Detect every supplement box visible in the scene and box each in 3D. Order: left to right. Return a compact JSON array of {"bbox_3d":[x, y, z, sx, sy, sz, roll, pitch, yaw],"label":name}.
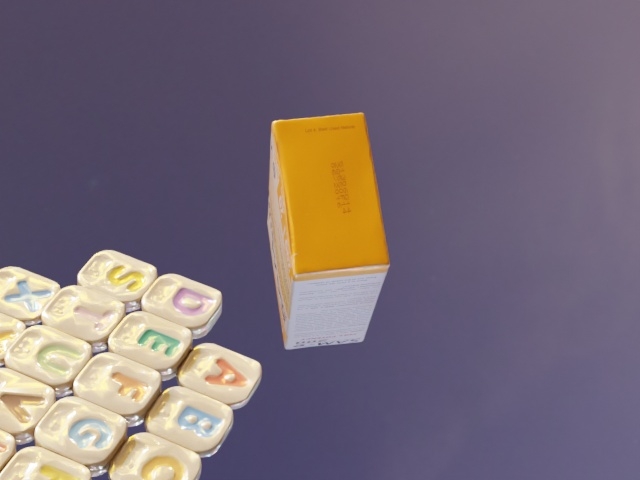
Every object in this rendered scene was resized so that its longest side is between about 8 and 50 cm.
[{"bbox_3d":[0.000,0.000,0.421,0.036,0.098,0.062,-6,-111,-6],"label":"supplement box"}]

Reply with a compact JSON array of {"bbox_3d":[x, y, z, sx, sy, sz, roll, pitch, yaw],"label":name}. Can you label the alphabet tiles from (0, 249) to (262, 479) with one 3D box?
[{"bbox_3d":[-0.207,0.116,0.931,0.284,0.278,0.021,-56,-19,-44],"label":"alphabet tiles"}]
